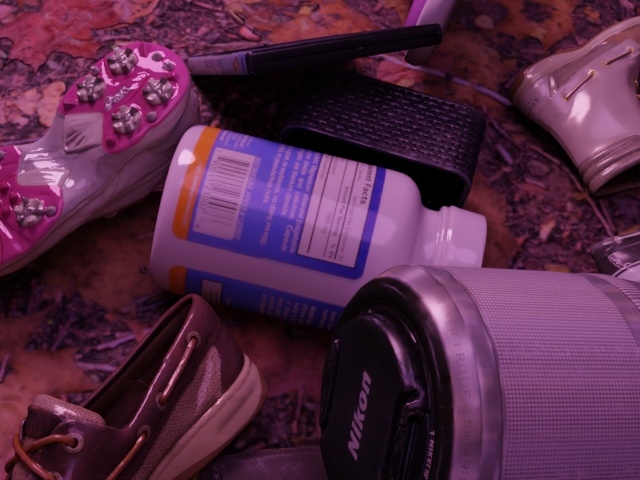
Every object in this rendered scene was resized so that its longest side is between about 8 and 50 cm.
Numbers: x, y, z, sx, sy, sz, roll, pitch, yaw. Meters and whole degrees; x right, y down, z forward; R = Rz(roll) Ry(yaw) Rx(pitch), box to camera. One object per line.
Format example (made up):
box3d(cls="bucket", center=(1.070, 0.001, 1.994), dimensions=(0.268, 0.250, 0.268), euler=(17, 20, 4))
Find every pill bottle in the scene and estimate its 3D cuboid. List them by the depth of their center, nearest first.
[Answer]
box3d(cls="pill bottle", center=(0.000, 0.000, 0.946), dimensions=(0.272, 0.152, 0.152), euler=(14, 56, -1))

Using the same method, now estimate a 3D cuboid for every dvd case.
box3d(cls="dvd case", center=(-0.015, -0.182, 1.037), dimensions=(0.180, 0.253, 0.022), euler=(-11, 101, -17))

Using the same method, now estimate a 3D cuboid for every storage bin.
box3d(cls="storage bin", center=(0.054, -0.080, 1.025), dimensions=(0.180, 0.122, 0.084), euler=(17, 56, 2))

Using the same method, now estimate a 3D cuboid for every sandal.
box3d(cls="sandal", center=(0.123, -0.333, 1.186), dimensions=(0.102, 0.169, 0.416), euler=(20, 43, 1))

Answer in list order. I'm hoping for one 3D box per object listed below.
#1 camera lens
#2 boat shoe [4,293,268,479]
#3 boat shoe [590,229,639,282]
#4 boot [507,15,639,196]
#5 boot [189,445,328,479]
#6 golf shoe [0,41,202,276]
box3d(cls="camera lens", center=(0.151, 0.131, 0.818), dimensions=(0.274, 0.219, 0.219), euler=(3, 55, -24))
box3d(cls="boat shoe", center=(-0.183, 0.165, 0.798), dimensions=(0.342, 0.123, 0.123), euler=(-41, 115, -32))
box3d(cls="boat shoe", center=(0.370, -0.002, 1.050), dimensions=(0.219, 0.077, 0.070), euler=(-15, 61, -16))
box3d(cls="boot", center=(0.328, -0.144, 1.139), dimensions=(0.213, 0.077, 0.165), euler=(-25, 63, -17))
box3d(cls="boot", center=(-0.071, 0.270, 0.807), dimensions=(0.263, 0.091, 0.229), euler=(-8, 53, -19))
box3d(cls="golf shoe", center=(-0.228, -0.042, 0.969), dimensions=(0.306, 0.140, 0.115), euler=(-36, 66, -3))
